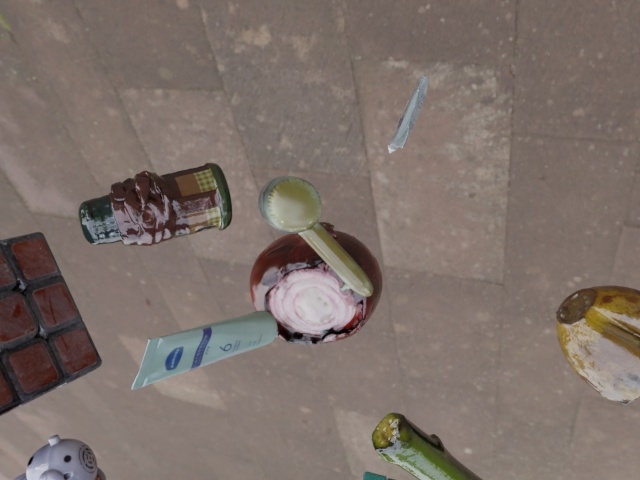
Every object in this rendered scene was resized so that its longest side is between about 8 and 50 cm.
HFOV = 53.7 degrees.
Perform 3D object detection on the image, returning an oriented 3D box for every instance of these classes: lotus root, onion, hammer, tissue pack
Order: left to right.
[{"bbox_3d":[-0.003,0.115,1.656,0.341,0.341,0.341,14,141,11],"label":"onion"},{"bbox_3d":[0.000,0.000,1.266,0.305,0.113,0.202,49,178,-12],"label":"hammer"},{"bbox_3d":[0.155,-0.215,1.118,0.026,0.123,0.193,24,-176,0],"label":"tissue pack"},{"bbox_3d":[0.537,0.164,1.161,0.180,0.188,0.199,39,128,-13],"label":"lotus root"}]

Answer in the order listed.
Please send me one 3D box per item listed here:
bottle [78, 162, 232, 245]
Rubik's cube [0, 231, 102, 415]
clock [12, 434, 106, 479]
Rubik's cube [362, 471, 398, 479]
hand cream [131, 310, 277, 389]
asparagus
[{"bbox_3d":[-0.312,-0.061,1.189,0.271,0.143,0.156,-14,155,-21],"label":"bottle"},{"bbox_3d":[-0.660,0.193,1.182,0.300,0.305,0.304,-26,87,30],"label":"Rubik's cube"},{"bbox_3d":[-0.441,0.467,1.121,0.188,0.189,0.254,-15,102,39],"label":"clock"},{"bbox_3d":[0.160,0.702,1.582,0.212,0.225,0.265,10,-175,12],"label":"Rubik's cube"},{"bbox_3d":[-0.203,0.188,1.166,0.067,0.320,0.109,39,117,29],"label":"hand cream"},{"bbox_3d":[0.171,0.332,0.921,0.060,0.067,0.277,-22,128,34],"label":"asparagus"}]
